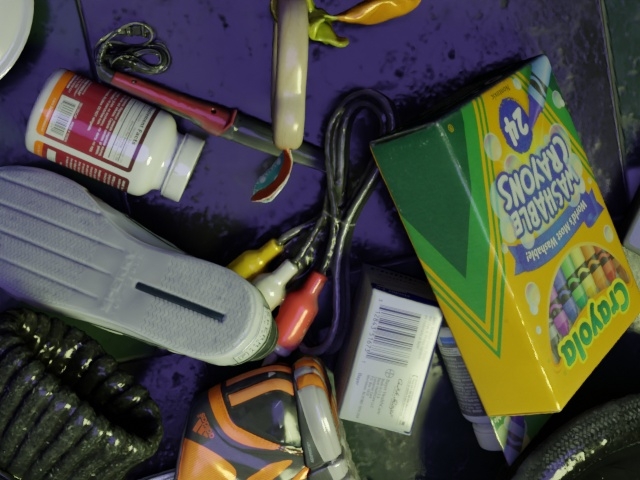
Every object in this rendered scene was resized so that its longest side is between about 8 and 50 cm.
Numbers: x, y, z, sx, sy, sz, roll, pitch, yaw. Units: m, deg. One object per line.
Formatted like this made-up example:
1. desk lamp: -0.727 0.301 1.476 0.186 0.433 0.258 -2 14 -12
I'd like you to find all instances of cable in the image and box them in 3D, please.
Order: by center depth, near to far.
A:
1. cable: 0.000 0.000 0.966 0.139 0.072 0.287 40 112 19

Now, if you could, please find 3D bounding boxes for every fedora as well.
1. fedora: 0.293 0.268 1.003 0.334 0.152 0.334 -3 103 -15

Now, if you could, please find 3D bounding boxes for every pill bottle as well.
1. pill bottle: -0.191 -0.094 0.959 0.152 0.086 0.086 24 98 -7
2. pill bottle: 0.168 0.134 1.020 0.078 0.078 0.137 -19 101 1

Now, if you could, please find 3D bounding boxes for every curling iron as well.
1. curling iron: -0.092 -0.128 0.983 0.274 0.035 0.068 28 97 -7

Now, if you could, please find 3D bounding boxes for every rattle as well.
1. rattle: 0.010 -0.126 0.932 0.143 0.130 0.199 6 70 -22

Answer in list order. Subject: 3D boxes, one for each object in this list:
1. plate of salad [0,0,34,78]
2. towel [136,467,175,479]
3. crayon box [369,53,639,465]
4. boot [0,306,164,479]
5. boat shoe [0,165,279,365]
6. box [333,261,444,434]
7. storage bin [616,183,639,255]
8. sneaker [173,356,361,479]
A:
1. plate of salad: -0.364 -0.218 0.944 0.200 0.048 0.199 0 88 -4
2. towel: -0.120 0.302 1.068 0.113 0.023 0.152 -18 103 3
3. crayon box: 0.190 0.014 0.939 0.083 0.203 0.323 -14 105 43
4. boot: -0.211 0.243 0.893 0.348 0.131 0.260 40 98 -26
5. boat shoe: -0.192 0.040 0.957 0.335 0.119 0.121 26 77 19
6. box: 0.062 0.099 0.978 0.072 0.137 0.126 14 99 -4
7. storage bin: 0.354 -0.026 0.998 0.091 0.098 0.135 23 98 4
8. sneaker: -0.047 0.271 1.009 0.180 0.124 0.321 -15 106 3
